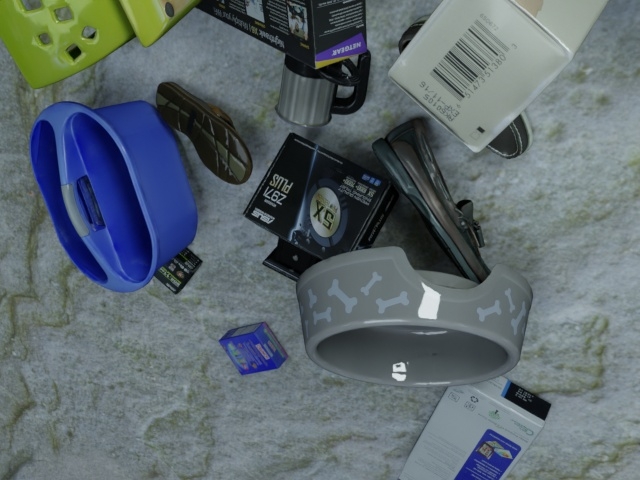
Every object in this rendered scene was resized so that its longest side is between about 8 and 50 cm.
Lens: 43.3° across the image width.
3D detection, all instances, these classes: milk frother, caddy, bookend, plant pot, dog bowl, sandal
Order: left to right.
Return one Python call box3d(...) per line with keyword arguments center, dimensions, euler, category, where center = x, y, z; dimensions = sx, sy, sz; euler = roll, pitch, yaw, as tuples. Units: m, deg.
box3d(center=(-0.267, -0.342, 0.969), dimensions=(0.207, 0.228, 0.227), euler=(-8, 122, 24), category="plant pot")
box3d(center=(-0.366, -0.080, 1.383), dimensions=(0.241, 0.179, 0.341), euler=(-4, 111, 33), category="caddy")
box3d(center=(-0.181, -0.181, 1.306), dimensions=(0.219, 0.060, 0.090), euler=(41, 130, 19), category="sandal")
box3d(center=(-0.004, -0.213, 1.103), dimensions=(0.129, 0.143, 0.135), euler=(19, 129, 10), category="milk frother")
box3d(center=(0.000, 0.000, 1.311), dimensions=(0.156, 0.072, 0.157), euler=(27, 133, 13), category="bookend")
box3d(center=(0.133, 0.127, 1.177), dimensions=(0.348, 0.102, 0.349), euler=(4, 155, 2), category="dog bowl")

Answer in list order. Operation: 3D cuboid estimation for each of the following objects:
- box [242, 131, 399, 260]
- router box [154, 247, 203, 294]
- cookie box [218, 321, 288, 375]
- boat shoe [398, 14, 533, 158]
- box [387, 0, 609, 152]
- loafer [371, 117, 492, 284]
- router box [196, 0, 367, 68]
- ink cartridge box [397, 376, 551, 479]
box3d(center=(0.002, -0.053, 1.201), dimensions=(0.180, 0.147, 0.077), euler=(29, 177, 18), category="box")
box3d(center=(-0.297, 0.035, 1.550), dimensions=(0.122, 0.038, 0.092), euler=(41, 135, -1), category="router box")
box3d(center=(-0.132, 0.213, 1.578), dimensions=(0.107, 0.040, 0.092), euler=(-17, 112, 40), category="cookie box")
box3d(center=(0.186, -0.188, 1.052), dimensions=(0.228, 0.069, 0.081), euler=(47, 134, -6), category="boat shoe")
box3d(center=(0.208, -0.239, 0.830), dimensions=(0.121, 0.311, 0.148), euler=(41, 134, -1), category="box")
box3d(center=(0.180, -0.051, 1.149), dimensions=(0.084, 0.096, 0.267), euler=(-37, 103, 3), category="loafer")
box3d(center=(-0.068, -0.374, 0.978), dimensions=(0.309, 0.081, 0.243), euler=(38, 142, 43), category="router box")
box3d(center=(0.261, 0.359, 1.422), dimensions=(0.165, 0.065, 0.333), euler=(29, 132, 11), category="ink cartridge box")
